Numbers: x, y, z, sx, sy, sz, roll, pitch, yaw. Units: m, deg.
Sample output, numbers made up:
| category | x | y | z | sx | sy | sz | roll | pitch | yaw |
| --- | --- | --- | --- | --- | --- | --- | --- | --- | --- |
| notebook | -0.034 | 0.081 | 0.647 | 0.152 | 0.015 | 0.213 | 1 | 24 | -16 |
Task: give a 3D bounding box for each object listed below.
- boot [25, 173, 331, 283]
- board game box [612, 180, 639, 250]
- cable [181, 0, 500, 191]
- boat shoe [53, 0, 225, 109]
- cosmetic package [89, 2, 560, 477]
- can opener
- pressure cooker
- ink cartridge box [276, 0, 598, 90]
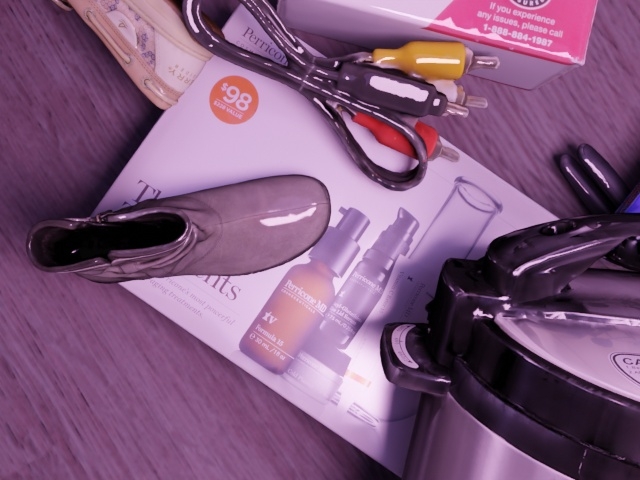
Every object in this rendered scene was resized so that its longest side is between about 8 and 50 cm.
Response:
| category | x | y | z | sx | sy | sz | roll | pitch | yaw |
| --- | --- | --- | --- | --- | --- | --- | --- | --- | --- |
| boot | -0.107 | -0.004 | 0.931 | 0.246 | 0.161 | 0.084 | -12 | 89 | -2 |
| board game box | 0.381 | 0.012 | 1.046 | 0.210 | 0.047 | 0.160 | 38 | 90 | 0 |
| cable | 0.009 | -0.138 | 0.984 | 0.287 | 0.072 | 0.140 | 18 | 108 | -6 |
| boat shoe | -0.214 | -0.234 | 1.032 | 0.285 | 0.104 | 0.089 | 41 | 104 | 24 |
| cosmetic package | 0.000 | 0.000 | 1.065 | 0.377 | 0.097 | 0.284 | 34 | 84 | -1 |
| can opener | 0.303 | -0.019 | 1.102 | 0.186 | 0.059 | 0.073 | 42 | 42 | -6 |
| pressure cooker | 0.244 | 0.180 | 0.887 | 0.369 | 0.375 | 0.421 | -8 | 117 | -44 |
| ink cartridge box | 0.137 | -0.368 | 1.051 | 0.279 | 0.160 | 0.385 | 14 | 88 | -3 |
